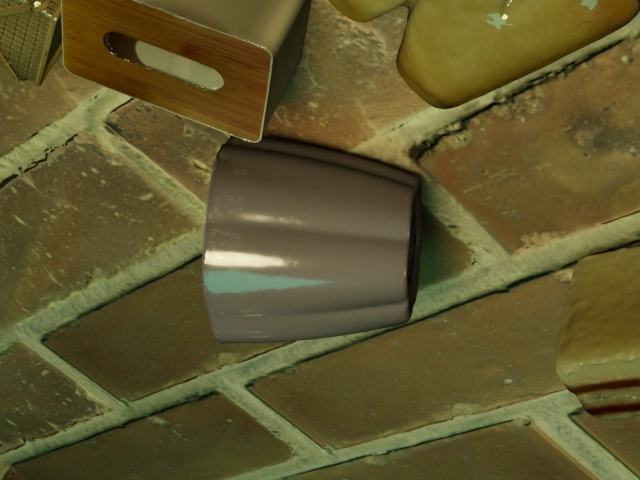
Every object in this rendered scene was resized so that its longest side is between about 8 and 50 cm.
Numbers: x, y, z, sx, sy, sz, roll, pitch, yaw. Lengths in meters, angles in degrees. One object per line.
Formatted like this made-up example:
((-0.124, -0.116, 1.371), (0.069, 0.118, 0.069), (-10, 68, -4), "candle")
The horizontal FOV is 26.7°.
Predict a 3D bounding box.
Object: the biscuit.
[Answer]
((0.152, -0.255, 1.376), (0.291, 0.062, 0.237), (-21, 124, 44), "biscuit")

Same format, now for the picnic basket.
((-0.335, -0.275, 1.597), (0.079, 0.115, 0.164), (27, 145, -6), "picnic basket")

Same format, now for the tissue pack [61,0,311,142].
((-0.149, -0.243, 1.508), (0.246, 0.136, 0.159), (20, 144, 6), "tissue pack")

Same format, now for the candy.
((0.435, 0.097, 1.556), (0.321, 0.179, 0.135), (-10, 134, 40), "candy")

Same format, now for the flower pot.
((0.000, 0.000, 1.665), (0.243, 0.265, 0.265), (2, 141, 8), "flower pot")
